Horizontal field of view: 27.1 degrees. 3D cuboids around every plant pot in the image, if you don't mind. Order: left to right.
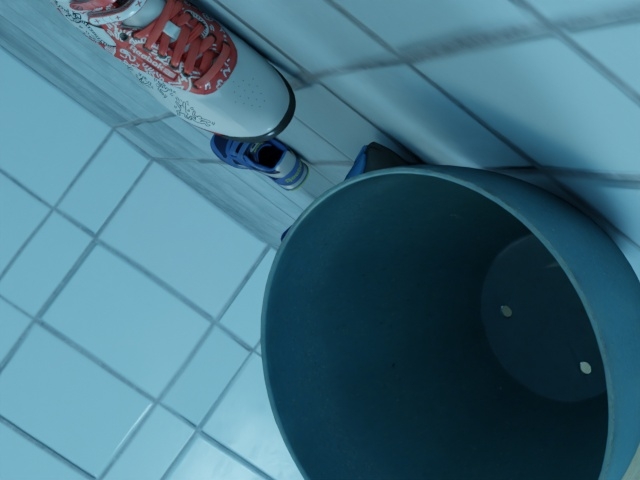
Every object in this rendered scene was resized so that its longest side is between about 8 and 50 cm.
[{"bbox_3d":[0.127,0.076,0.975,0.290,0.290,0.195,33,-150,29],"label":"plant pot"}]

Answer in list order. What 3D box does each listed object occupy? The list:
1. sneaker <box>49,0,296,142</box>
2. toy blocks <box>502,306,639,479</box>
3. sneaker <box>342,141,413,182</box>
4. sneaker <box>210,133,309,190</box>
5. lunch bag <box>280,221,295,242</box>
[{"bbox_3d":[-0.146,-0.184,1.155,0.270,0.090,0.145,38,178,8],"label":"sneaker"},{"bbox_3d":[0.216,0.189,1.243,0.191,0.261,0.381,31,174,45],"label":"toy blocks"},{"bbox_3d":[0.066,0.001,1.289,0.140,0.125,0.341,31,177,-1],"label":"sneaker"},{"bbox_3d":[-0.081,-0.112,1.646,0.144,0.053,0.059,23,170,29],"label":"sneaker"},{"bbox_3d":[0.000,0.000,1.912,0.067,0.098,0.065,37,-167,-43],"label":"lunch bag"}]
